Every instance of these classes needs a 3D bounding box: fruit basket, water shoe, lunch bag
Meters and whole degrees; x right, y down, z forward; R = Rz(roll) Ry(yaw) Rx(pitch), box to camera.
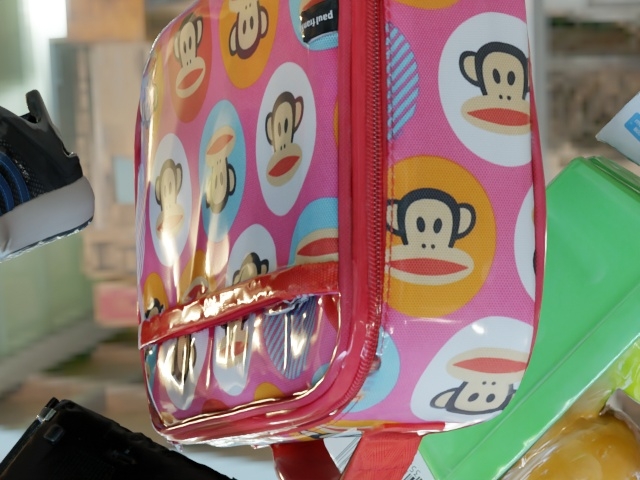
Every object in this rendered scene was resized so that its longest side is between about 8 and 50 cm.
[{"bbox_3d":[0.223,0.132,1.209,0.353,0.327,0.165,44,-166,6],"label":"fruit basket"},{"bbox_3d":[-0.172,-0.022,0.876,0.073,0.080,0.203,-22,-179,19],"label":"water shoe"},{"bbox_3d":[0.000,0.000,0.926,0.120,0.258,0.293,2,170,-22],"label":"lunch bag"}]

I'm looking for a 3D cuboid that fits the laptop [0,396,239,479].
[{"bbox_3d":[-0.140,0.206,0.904,0.264,0.136,0.234,20,-117,35],"label":"laptop"}]
